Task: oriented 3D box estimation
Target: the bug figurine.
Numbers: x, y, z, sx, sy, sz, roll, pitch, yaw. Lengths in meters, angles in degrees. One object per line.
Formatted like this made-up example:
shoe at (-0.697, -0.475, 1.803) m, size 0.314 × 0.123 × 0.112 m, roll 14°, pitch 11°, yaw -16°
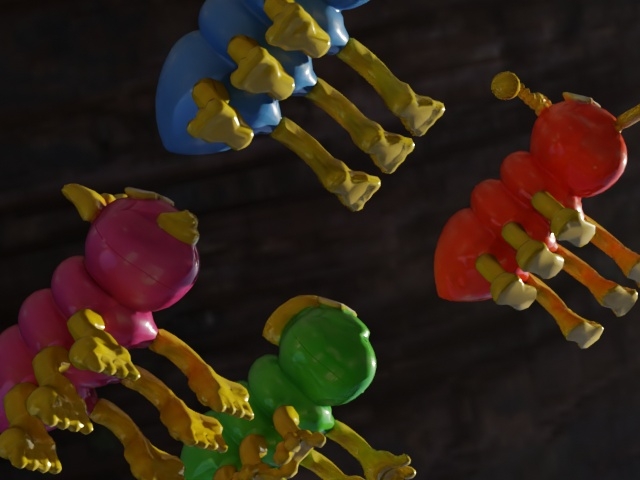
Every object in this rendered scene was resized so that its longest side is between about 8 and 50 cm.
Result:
bug figurine at (0.000, 0.000, 0.610) m, size 0.216 × 0.072 × 0.279 m, roll -48°, pitch 149°, yaw 8°
